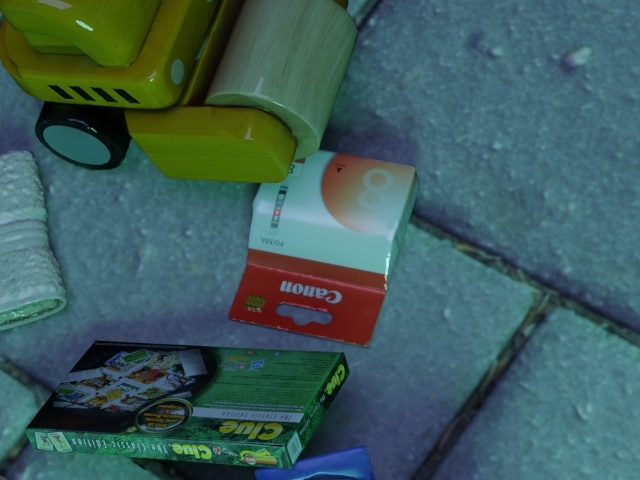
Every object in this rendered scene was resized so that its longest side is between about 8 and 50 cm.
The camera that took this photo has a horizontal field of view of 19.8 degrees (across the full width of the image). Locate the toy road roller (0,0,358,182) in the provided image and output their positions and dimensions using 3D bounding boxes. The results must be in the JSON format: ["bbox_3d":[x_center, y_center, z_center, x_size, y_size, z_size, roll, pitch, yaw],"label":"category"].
[{"bbox_3d":[-0.154,-0.199,1.720,0.330,0.240,0.202,6,63,27],"label":"toy road roller"}]

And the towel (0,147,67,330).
[{"bbox_3d":[-0.396,0.021,1.776,0.282,0.049,0.187,-17,61,1],"label":"towel"}]

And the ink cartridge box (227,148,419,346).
[{"bbox_3d":[0.000,0.000,1.720,0.145,0.045,0.179,11,62,16],"label":"ink cartridge box"}]

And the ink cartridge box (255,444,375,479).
[{"bbox_3d":[0.029,0.368,1.458,0.270,0.151,0.395,-13,59,3],"label":"ink cartridge box"}]

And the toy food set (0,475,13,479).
[{"bbox_3d":[-0.307,0.247,1.652,0.083,0.020,0.082,22,68,21],"label":"toy food set"}]

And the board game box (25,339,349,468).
[{"bbox_3d":[-0.117,0.141,1.607,0.260,0.030,0.136,1,31,27],"label":"board game box"}]
